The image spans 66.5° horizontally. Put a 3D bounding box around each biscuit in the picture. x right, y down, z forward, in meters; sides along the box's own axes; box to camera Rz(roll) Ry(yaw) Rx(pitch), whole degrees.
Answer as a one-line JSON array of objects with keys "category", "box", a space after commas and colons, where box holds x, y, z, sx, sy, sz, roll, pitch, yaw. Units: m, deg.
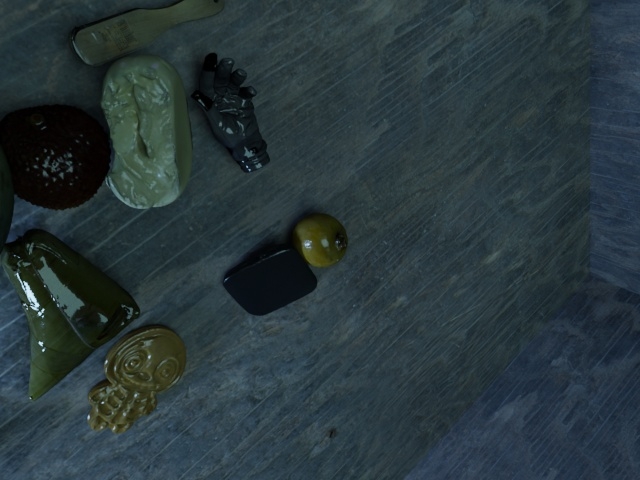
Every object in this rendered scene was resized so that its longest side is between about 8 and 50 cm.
[{"category": "biscuit", "box": [-0.443, 0.337, 1.173, 0.202, 0.044, 0.288, 40, 82, -42]}]

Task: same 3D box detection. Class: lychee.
[{"category": "lychee", "box": [-0.458, -0.142, 0.844, 0.194, 0.194, 0.194, -17, 120, -32]}]

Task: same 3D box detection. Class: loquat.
[{"category": "loquat", "box": [0.000, 0.000, 1.298, 0.137, 0.163, 0.163, -51, 140, -50]}]

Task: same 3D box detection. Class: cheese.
[{"category": "cheese", "box": [-0.312, -0.199, 0.889, 0.127, 0.233, 0.266, -2, 117, -4]}]

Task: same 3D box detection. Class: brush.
[{"category": "brush", "box": [-0.321, -0.409, 0.920, 0.327, 0.065, 0.070, -39, 124, -30]}]

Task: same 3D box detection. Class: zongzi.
[{"category": "zongzi", "box": [-0.551, 0.154, 0.941, 0.300, 0.145, 0.274, -43, 127, -6]}]

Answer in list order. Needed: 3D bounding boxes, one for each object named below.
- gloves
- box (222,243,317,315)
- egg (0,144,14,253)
[{"category": "gloves", "box": [-0.190, -0.264, 1.048, 0.142, 0.119, 0.285, -44, 146, -29]}, {"category": "box", "box": [-0.129, 0.109, 1.285, 0.212, 0.042, 0.201, -29, 132, 2]}, {"category": "egg", "box": [-0.610, -0.044, 0.650, 0.345, 0.345, 0.428, -7, 137, -36]}]
